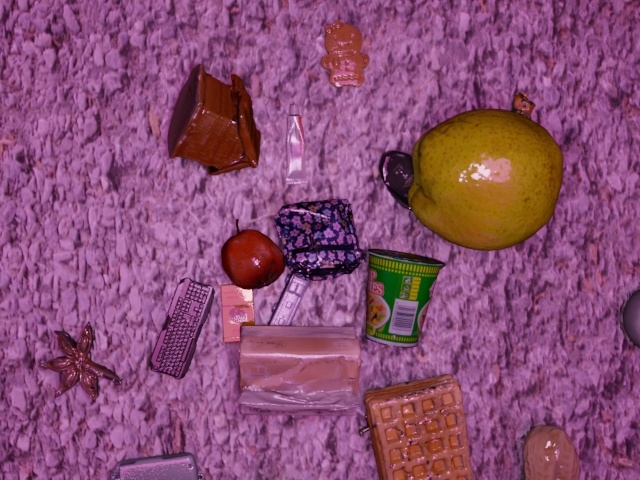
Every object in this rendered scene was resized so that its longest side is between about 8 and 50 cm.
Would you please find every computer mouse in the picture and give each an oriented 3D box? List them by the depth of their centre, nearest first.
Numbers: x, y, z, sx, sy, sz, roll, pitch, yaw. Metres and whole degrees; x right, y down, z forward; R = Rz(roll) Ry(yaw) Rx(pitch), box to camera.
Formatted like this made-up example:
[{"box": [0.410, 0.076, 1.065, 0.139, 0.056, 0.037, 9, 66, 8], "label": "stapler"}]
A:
[{"box": [0.227, -0.164, 1.797, 0.106, 0.062, 0.192, -44, 104, -7], "label": "computer mouse"}]

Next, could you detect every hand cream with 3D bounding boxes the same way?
[{"box": [-0.066, -0.261, 1.789, 0.052, 0.038, 0.216, 0, 95, 19], "label": "hand cream"}]

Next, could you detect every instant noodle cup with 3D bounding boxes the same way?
[{"box": [0.207, 0.152, 1.729, 0.207, 0.207, 0.232, 8, 94, -5], "label": "instant noodle cup"}]

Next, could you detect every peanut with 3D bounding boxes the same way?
[{"box": [0.620, 0.654, 1.774, 0.152, 0.152, 0.312, 2, 88, -5], "label": "peanut"}]

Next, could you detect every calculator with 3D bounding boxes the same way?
[{"box": [-0.426, 0.634, 1.722, 0.246, 0.045, 0.141, -6, 89, -6], "label": "calculator"}]

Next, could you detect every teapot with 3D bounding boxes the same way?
[{"box": [0.942, 0.219, 1.820, 0.193, 0.129, 0.294, -2, 89, -6], "label": "teapot"}]

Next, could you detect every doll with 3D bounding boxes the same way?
[{"box": [0.554, -0.355, 1.844, 0.078, 0.077, 0.113, 26, 55, -29], "label": "doll"}]

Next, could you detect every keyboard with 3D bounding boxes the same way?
[{"box": [-0.368, 0.233, 1.753, 0.106, 0.016, 0.262, 20, 87, -4], "label": "keyboard"}]

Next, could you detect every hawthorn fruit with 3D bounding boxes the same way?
[{"box": [-0.185, 0.033, 1.711, 0.157, 0.157, 0.194, -25, 83, -6], "label": "hawthorn fruit"}]

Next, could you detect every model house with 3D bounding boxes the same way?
[{"box": [-0.259, -0.301, 1.715, 0.229, 0.199, 0.219, 23, 128, -28], "label": "model house"}]

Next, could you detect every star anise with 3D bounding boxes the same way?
[{"box": [-0.629, 0.319, 1.707, 0.172, 0.063, 0.208, -27, 94, -1], "label": "star anise"}]

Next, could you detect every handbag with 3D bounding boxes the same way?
[{"box": [0.000, 0.000, 1.721, 0.229, 0.127, 0.207, -5, 71, -19], "label": "handbag"}]

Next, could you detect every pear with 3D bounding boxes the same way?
[{"box": [0.398, -0.159, 1.657, 0.391, 0.391, 0.390, 0, 88, -5], "label": "pear"}]

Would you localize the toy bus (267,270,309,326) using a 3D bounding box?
[{"box": [-0.081, 0.154, 1.753, 0.064, 0.075, 0.190, 24, 87, -4], "label": "toy bus"}]

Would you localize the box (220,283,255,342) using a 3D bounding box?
[{"box": [-0.220, 0.194, 1.765, 0.087, 0.023, 0.155, -3, 89, -8], "label": "box"}]

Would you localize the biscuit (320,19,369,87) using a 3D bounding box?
[{"box": [0.070, -0.509, 1.810, 0.134, 0.027, 0.184, 8, 88, -4], "label": "biscuit"}]

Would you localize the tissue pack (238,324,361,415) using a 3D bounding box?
[{"box": [-0.056, 0.351, 1.652, 0.306, 0.238, 0.238, 2, 88, -5], "label": "tissue pack"}]

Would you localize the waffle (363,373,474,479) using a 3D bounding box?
[{"box": [0.271, 0.558, 1.741, 0.261, 0.114, 0.376, -12, 96, -9], "label": "waffle"}]

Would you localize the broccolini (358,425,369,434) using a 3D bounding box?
[{"box": [0.164, 0.485, 1.794, 0.140, 0.030, 0.035, -27, 85, -1], "label": "broccolini"}]
